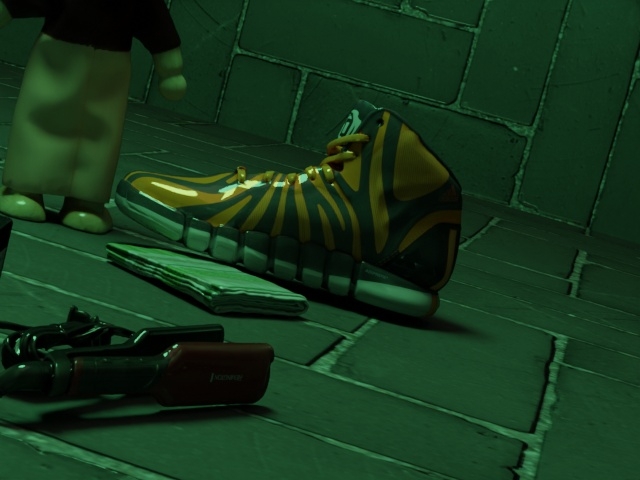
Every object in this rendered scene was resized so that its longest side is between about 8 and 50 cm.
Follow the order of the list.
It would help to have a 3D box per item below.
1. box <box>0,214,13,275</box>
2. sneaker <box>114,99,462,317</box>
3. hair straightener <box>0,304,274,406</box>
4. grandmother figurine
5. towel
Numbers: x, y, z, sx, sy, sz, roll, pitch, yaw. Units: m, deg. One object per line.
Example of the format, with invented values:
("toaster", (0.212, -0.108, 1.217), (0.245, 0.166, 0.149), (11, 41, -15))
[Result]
("box", (-0.262, 0.017, 0.778), (0.147, 0.077, 0.180), (14, 8, -3))
("sneaker", (-0.020, -0.054, 1.321), (0.321, 0.180, 0.124), (16, 0, -10))
("hair straightener", (-0.128, 0.072, 0.816), (0.089, 0.047, 0.230), (20, 13, 34))
("grandmother figurine", (-0.224, -0.187, 1.325), (0.208, 0.342, 0.104), (11, 9, -32))
("towel", (-0.098, 0.035, 1.204), (0.152, 0.023, 0.113), (19, 6, 42))
